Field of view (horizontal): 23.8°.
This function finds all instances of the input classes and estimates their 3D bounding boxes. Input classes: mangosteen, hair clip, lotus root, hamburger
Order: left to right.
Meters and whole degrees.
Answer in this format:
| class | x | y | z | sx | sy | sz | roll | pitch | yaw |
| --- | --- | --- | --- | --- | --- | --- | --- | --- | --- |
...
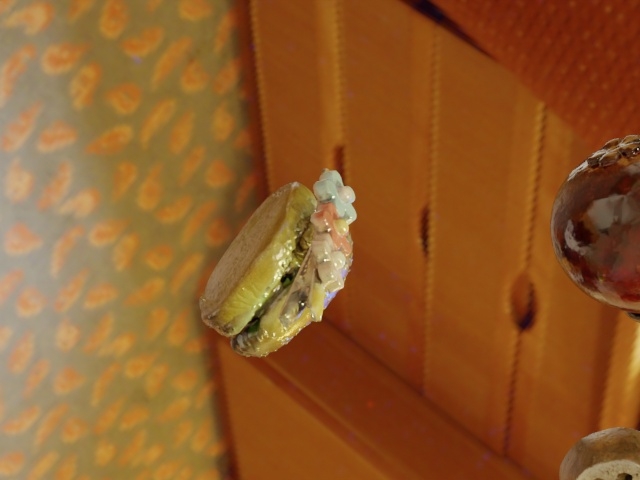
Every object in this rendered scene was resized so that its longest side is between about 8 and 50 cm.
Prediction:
| class | x | y | z | sx | sy | sz | roll | pitch | yaw |
| --- | --- | --- | --- | --- | --- | --- | --- | --- | --- |
| hamburger | -0.043 | 0.039 | 1.663 | 0.189 | 0.122 | 0.215 | -54 | -172 | -16 |
| hair clip | 0.006 | -0.002 | 1.428 | 0.062 | 0.056 | 0.214 | 56 | 34 | -32 |
| lotus root | 0.327 | 0.272 | 1.697 | 0.122 | 0.112 | 0.081 | -52 | 178 | 23 |
| mangosteen | 0.378 | 0.007 | 1.696 | 0.215 | 0.215 | 0.257 | -37 | 107 | -28 |
